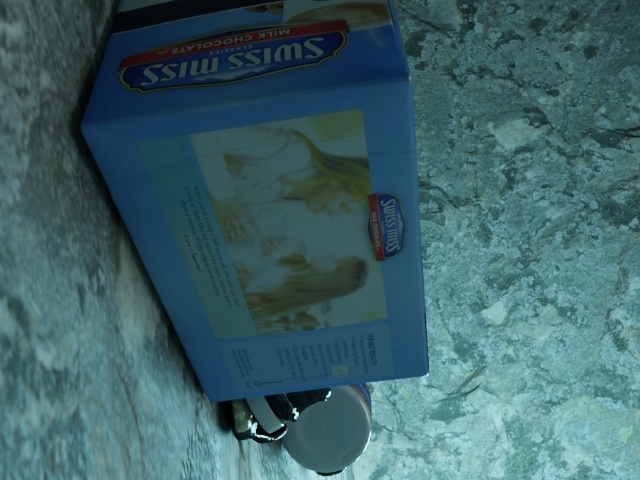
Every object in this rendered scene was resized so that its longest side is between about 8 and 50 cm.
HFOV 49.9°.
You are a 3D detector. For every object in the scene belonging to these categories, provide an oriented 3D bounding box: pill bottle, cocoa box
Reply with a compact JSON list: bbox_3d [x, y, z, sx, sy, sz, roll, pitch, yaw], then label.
[{"bbox_3d":[0.016,0.299,1.229,0.272,0.152,0.152,-2,84,-85],"label":"pill bottle"},{"bbox_3d":[-0.031,-0.046,0.632,0.228,0.232,0.347,-93,174,-46],"label":"cocoa box"}]

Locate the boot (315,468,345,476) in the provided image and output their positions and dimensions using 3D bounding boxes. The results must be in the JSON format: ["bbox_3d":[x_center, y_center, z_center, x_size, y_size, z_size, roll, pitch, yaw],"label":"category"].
[{"bbox_3d":[-0.009,0.355,1.429,0.246,0.083,0.161,-103,176,-63],"label":"boot"}]

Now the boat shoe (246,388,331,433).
[{"bbox_3d":[-0.045,0.127,0.870,0.302,0.091,0.114,-110,174,-64],"label":"boat shoe"}]

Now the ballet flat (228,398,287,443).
[{"bbox_3d":[-0.076,0.207,0.810,0.173,0.049,0.057,72,10,-69],"label":"ballet flat"}]
